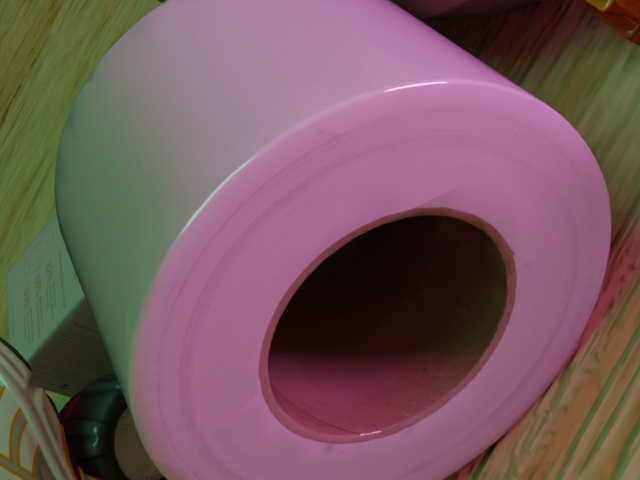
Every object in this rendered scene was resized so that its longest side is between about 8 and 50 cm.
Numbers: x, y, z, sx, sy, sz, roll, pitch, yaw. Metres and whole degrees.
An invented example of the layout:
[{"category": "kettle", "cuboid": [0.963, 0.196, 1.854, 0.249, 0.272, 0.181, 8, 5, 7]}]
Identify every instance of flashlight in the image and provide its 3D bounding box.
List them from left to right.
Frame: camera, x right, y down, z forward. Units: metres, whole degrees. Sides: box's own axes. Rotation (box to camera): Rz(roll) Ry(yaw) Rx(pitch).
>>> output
[{"category": "flashlight", "cuboid": [-0.223, 0.168, 0.743, 0.304, 0.103, 0.103, -13, 74, 41]}]

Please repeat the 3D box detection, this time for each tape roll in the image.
[{"category": "tape roll", "cuboid": [0.000, 0.000, 0.485, 0.246, 0.246, 0.169, -53, 38, 11]}]

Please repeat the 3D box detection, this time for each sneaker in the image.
[{"category": "sneaker", "cuboid": [-0.217, 0.159, 0.587, 0.262, 0.121, 0.099, 43, 127, 16]}]

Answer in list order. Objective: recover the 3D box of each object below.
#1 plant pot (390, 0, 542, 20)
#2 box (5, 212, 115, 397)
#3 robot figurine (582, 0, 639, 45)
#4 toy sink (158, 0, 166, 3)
[{"category": "plant pot", "cuboid": [0.115, -0.228, 0.595, 0.237, 0.109, 0.237, -30, 46, 36]}, {"category": "box", "cuboid": [-0.182, 0.033, 0.793, 0.170, 0.091, 0.130, -44, 41, 21]}, {"category": "robot figurine", "cuboid": [0.261, -0.203, 0.441, 0.291, 0.085, 0.211, -49, 40, 17]}, {"category": "toy sink", "cuboid": [-0.035, -0.247, 0.765, 0.234, 0.131, 0.153, 22, 85, 57]}]
